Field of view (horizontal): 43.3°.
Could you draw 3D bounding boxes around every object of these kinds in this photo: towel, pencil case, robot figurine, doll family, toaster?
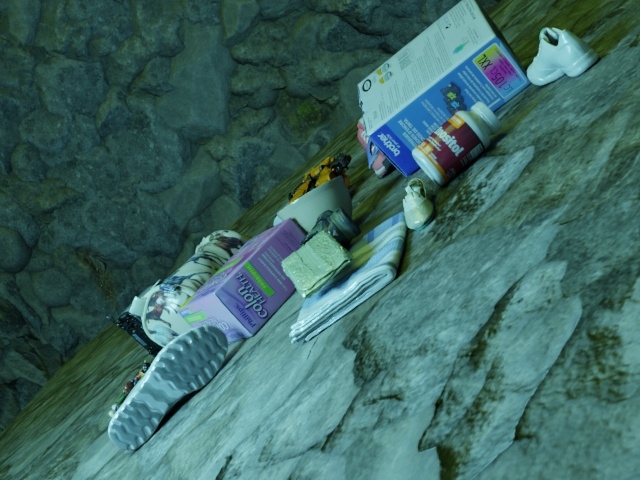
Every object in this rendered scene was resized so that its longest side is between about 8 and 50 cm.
[{"bbox_3d":[-0.008,0.036,1.363,0.110,0.027,0.148,-39,25,-1],"label":"towel"},{"bbox_3d":[0.053,0.051,1.340,0.209,0.034,0.285,-36,10,21],"label":"towel"},{"bbox_3d":[-0.285,0.106,1.931,0.160,0.183,0.410,-57,0,23],"label":"pencil case"},{"bbox_3d":[-0.002,-0.127,2.122,0.211,0.085,0.291,-34,17,22],"label":"robot figurine"},{"bbox_3d":[-0.376,0.306,1.732,0.111,0.076,0.193,-58,6,29],"label":"doll family"},{"bbox_3d":[-0.412,0.205,2.008,0.110,0.185,0.168,-52,13,-29],"label":"toaster"}]

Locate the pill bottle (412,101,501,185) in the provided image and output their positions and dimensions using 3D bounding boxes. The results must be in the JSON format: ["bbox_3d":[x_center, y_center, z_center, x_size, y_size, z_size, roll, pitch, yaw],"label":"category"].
[{"bbox_3d":[0.246,-0.176,1.445,0.152,0.086,0.086,-41,10,2],"label":"pill bottle"}]

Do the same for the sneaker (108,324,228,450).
[{"bbox_3d":[-0.295,0.263,1.526,0.281,0.105,0.115,-44,10,-12],"label":"sneaker"}]

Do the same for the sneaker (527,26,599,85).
[{"bbox_3d":[0.428,-0.347,1.480,0.080,0.094,0.212,-43,10,-5],"label":"sneaker"}]

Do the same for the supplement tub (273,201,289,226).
[{"bbox_3d":[-0.081,-0.064,2.258,0.071,0.071,0.107,-35,10,33],"label":"supplement tub"}]

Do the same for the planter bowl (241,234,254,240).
[{"bbox_3d":[-0.243,0.048,2.329,0.217,0.090,0.217,-40,9,8],"label":"planter bowl"}]

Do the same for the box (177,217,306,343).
[{"bbox_3d":[-0.147,0.092,1.683,0.243,0.117,0.213,-47,12,-30],"label":"box"}]

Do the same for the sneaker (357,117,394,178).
[{"bbox_3d":[0.140,-0.246,2.014,0.116,0.136,0.314,-41,10,5],"label":"sneaker"}]

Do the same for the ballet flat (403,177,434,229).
[{"bbox_3d":[0.162,-0.065,1.379,0.057,0.052,0.168,-38,10,18],"label":"ballet flat"}]

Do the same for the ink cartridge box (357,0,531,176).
[{"bbox_3d":[0.233,-0.323,1.764,0.395,0.151,0.270,-35,29,20],"label":"ink cartridge box"}]

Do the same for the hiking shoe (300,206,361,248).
[{"bbox_3d":[0.000,0.000,1.544,0.114,0.086,0.227,-37,-3,-11],"label":"hiking shoe"}]

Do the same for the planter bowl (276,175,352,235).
[{"bbox_3d":[0.004,-0.051,1.711,0.162,0.109,0.162,-31,-1,-1],"label":"planter bowl"}]

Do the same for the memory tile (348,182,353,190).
[{"bbox_3d":[0.021,-0.100,2.194,0.148,0.012,0.113,-44,10,-17],"label":"memory tile"}]
